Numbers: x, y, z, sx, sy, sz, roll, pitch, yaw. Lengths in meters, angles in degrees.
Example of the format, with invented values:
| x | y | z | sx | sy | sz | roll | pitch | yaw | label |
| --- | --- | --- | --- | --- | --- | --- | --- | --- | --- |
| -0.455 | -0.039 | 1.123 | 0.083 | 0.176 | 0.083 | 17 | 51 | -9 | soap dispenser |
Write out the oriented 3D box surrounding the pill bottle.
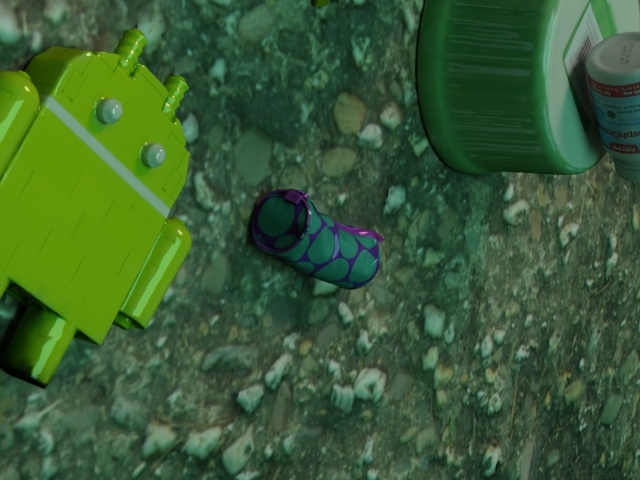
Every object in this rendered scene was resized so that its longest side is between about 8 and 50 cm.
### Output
| x | y | z | sx | sy | sz | roll | pitch | yaw | label |
| --- | --- | --- | --- | --- | --- | --- | --- | --- | --- |
| 0.352 | -0.146 | 1.377 | 0.087 | 0.087 | 0.160 | -53 | 137 | -33 | pill bottle |

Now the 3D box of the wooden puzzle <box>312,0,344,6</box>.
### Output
| x | y | z | sx | sy | sz | roll | pitch | yaw | label |
| --- | --- | --- | --- | --- | --- | --- | --- | --- | --- |
| 0.041 | -0.270 | 1.191 | 0.116 | 0.014 | 0.078 | -23 | 141 | -32 | wooden puzzle |

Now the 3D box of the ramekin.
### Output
| x | y | z | sx | sy | sz | roll | pitch | yaw | label |
| --- | --- | --- | --- | --- | --- | --- | --- | --- | --- |
| 0.253 | -0.217 | 1.426 | 0.303 | 0.148 | 0.303 | -21 | 116 | -51 | ramekin |

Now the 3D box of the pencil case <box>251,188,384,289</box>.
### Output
| x | y | z | sx | sy | sz | roll | pitch | yaw | label |
| --- | --- | --- | --- | --- | --- | --- | --- | --- | --- |
| 0.000 | 0.000 | 1.200 | 0.070 | 0.064 | 0.152 | -53 | 146 | 7 | pencil case |

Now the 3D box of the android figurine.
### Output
| x | y | z | sx | sy | sz | roll | pitch | yaw | label |
| --- | --- | --- | --- | --- | --- | --- | --- | --- | --- |
| -0.186 | -0.032 | 0.937 | 0.273 | 0.056 | 0.248 | -63 | 142 | -19 | android figurine |
